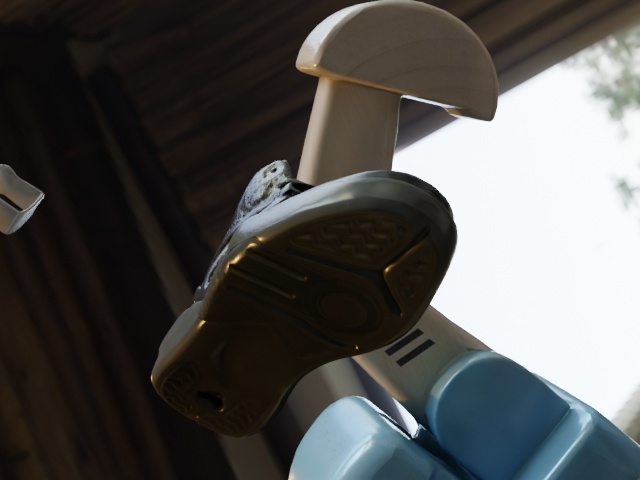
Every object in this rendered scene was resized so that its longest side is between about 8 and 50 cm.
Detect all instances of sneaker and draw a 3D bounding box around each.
[{"bbox_3d":[0.000,0.000,0.746,0.087,0.227,0.130,29,-123,-9],"label":"sneaker"}]

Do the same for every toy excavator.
[{"bbox_3d":[0.074,0.119,1.087,0.445,0.433,0.222,39,179,-12],"label":"toy excavator"}]

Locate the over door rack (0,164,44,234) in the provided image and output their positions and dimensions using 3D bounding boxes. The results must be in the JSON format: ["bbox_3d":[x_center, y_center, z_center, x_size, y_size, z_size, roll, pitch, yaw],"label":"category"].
[{"bbox_3d":[-0.373,-0.041,1.234,0.324,0.239,0.108,43,-158,15],"label":"over door rack"}]
